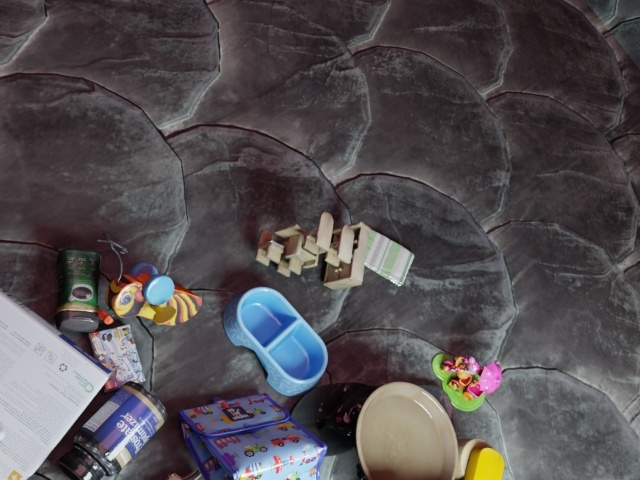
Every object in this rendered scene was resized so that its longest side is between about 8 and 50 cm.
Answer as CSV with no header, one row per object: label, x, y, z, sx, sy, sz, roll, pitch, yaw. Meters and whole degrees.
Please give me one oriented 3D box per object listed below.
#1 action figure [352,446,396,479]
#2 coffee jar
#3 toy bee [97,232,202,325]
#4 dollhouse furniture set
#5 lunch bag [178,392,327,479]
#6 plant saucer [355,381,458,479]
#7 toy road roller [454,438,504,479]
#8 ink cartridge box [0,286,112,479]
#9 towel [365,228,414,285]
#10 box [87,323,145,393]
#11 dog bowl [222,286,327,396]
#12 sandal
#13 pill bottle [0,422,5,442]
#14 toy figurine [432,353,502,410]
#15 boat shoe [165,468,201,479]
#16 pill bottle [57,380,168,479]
action figure,0.145,0.561,1.772,0.164,0.141,0.276,12,88,-20
coffee jar,-0.541,0.114,1.761,0.096,0.079,0.184,8,64,-28
toy bee,-0.415,0.123,1.760,0.298,0.195,0.162,38,83,-23
dollhouse furniture set,0.000,0.000,1.970,0.242,0.212,0.161,31,57,-38
lunch bag,-0.161,0.437,1.706,0.220,0.138,0.293,-9,30,-32
plant saucer,0.187,0.452,1.744,0.277,0.041,0.278,15,61,-28
toy road roller,0.353,0.649,1.837,0.240,0.202,0.330,30,62,-23
ink cartridge box,-0.655,0.305,1.605,0.324,0.071,0.330,39,88,-3
towel,0.171,0.044,2.129,0.152,0.023,0.113,30,57,-5
box,-0.456,0.264,1.759,0.094,0.027,0.137,-11,72,-28
dog bowl,-0.101,0.235,1.895,0.297,0.074,0.166,49,58,3
sandal,0.131,0.410,1.894,0.445,0.107,0.168,-3,69,-24
pill bottle,-0.700,0.421,1.514,0.103,0.103,0.184,35,87,-5
toy figurine,0.387,0.338,2.004,0.173,0.159,0.130,46,58,2
boat shoe,-0.322,0.524,1.690,0.137,0.049,0.043,-24,76,-25
pill bottle,-0.435,0.411,1.648,0.123,0.123,0.219,43,59,0
